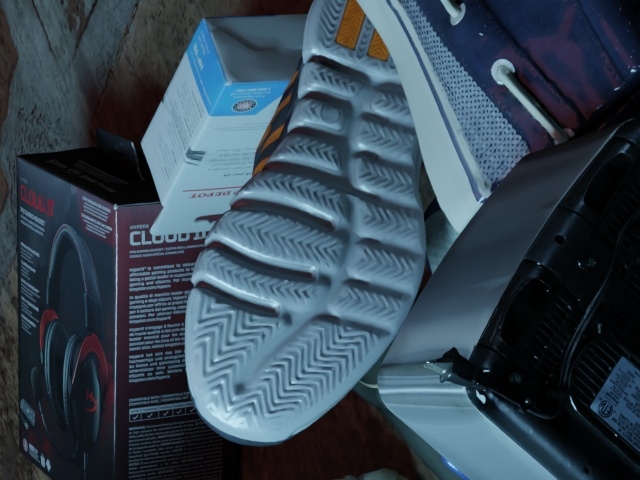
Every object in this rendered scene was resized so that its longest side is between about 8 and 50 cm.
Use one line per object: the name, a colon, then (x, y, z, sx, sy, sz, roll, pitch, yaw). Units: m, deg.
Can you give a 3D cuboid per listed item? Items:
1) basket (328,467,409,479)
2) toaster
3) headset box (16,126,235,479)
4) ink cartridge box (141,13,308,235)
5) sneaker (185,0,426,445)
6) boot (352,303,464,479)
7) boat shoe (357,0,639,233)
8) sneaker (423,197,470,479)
basket: (-0.054, 0.356, 1.206, 0.331, 0.328, 0.266, 63, 143, 34)
toaster: (0.134, 0.050, 0.904, 0.168, 0.185, 0.110, -56, 18, -20)
headset box: (-0.159, 0.058, 1.561, 0.218, 0.110, 0.293, 25, 117, 58)
ink cartridge box: (-0.058, -0.080, 1.361, 0.180, 0.104, 0.060, -56, 48, 48)
sneaker: (0.000, 0.000, 1.190, 0.180, 0.124, 0.321, 112, 180, -63)
boot: (0.064, 0.109, 1.218, 0.137, 0.077, 0.198, 55, 179, -7)
boat shoe: (0.104, -0.161, 1.067, 0.158, 0.127, 0.340, -45, 55, 35)
sneaker: (0.112, 0.066, 1.057, 0.296, 0.131, 0.112, 57, 143, 43)
